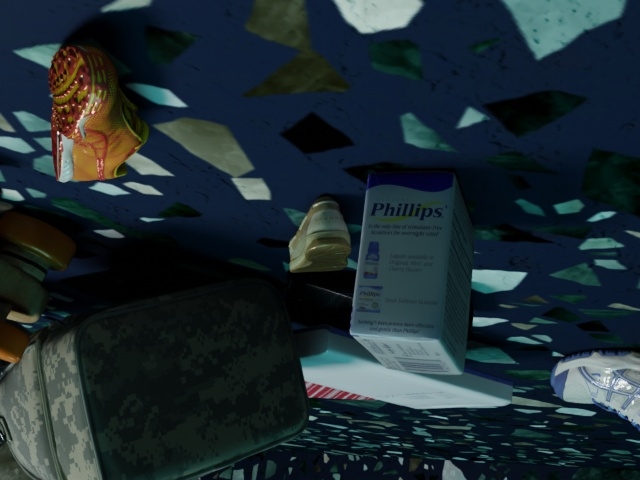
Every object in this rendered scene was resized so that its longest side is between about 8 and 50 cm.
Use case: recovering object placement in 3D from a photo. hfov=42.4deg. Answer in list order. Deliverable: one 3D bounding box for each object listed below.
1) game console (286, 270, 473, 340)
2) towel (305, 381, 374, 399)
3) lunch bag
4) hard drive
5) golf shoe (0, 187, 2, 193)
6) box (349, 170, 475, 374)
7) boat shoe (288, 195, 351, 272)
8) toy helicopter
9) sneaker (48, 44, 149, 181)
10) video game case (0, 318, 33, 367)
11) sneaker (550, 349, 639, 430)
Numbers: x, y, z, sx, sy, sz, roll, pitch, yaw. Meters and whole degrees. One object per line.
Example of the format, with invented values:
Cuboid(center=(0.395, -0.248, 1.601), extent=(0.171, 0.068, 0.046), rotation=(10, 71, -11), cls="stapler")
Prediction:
Cuboid(center=(0.091, 0.115, 1.073), extent=(0.213, 0.044, 0.361), rotation=(4, 160, 13), cls="game console")
Cuboid(center=(0.028, 0.223, 1.344), extent=(0.275, 0.031, 0.199), rotation=(6, 155, -17), cls="towel")
Cuboid(center=(-0.209, 0.174, 0.977), extent=(0.305, 0.212, 0.256), rotation=(-13, 176, -42), cls="lunch bag")
Cuboid(center=(0.078, 0.182, 1.145), extent=(0.319, 0.040, 0.210), rotation=(20, 158, -31), cls="hard drive")
Cuboid(center=(-0.367, -0.060, 0.682), extent=(0.198, 0.077, 0.094), rotation=(13, 160, -21), cls="golf shoe")
Cuboid(center=(0.080, 0.030, 0.679), extent=(0.072, 0.137, 0.126), rotation=(2, 160, 19), cls="box")
Cuboid(center=(-0.002, 0.000, 0.784), extent=(0.056, 0.048, 0.153), rotation=(-4, 168, -5), cls="boat shoe")
Cuboid(center=(-0.451, -0.004, 0.855), extent=(0.355, 0.140, 0.235), rotation=(34, 158, -32), cls="toy helicopter")
Cuboid(center=(-0.151, -0.088, 0.569), extent=(0.067, 0.064, 0.175), rotation=(-8, 171, -19), cls="sneaker")
Cuboid(center=(-0.421, 0.189, 1.170), extent=(0.285, 0.025, 0.204), rotation=(45, 172, 36), cls="video game case")
Cuboid(center=(0.433, 0.215, 1.103), extent=(0.112, 0.131, 0.296), rotation=(18, 160, -34), cls="sneaker")
